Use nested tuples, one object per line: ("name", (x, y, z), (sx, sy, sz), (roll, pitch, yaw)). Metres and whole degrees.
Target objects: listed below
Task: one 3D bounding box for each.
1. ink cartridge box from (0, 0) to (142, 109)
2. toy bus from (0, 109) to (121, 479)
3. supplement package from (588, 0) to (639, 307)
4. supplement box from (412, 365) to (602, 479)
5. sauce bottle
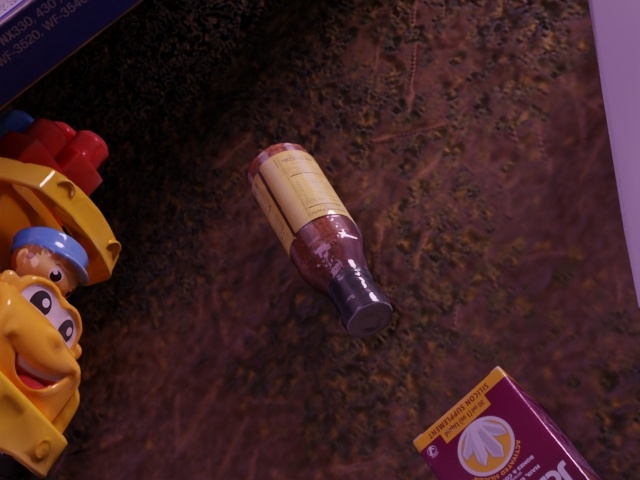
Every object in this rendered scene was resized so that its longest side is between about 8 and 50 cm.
("ink cartridge box", (-0.128, -0.183, 0.795), (0.303, 0.072, 0.307), (-38, 29, -3))
("toy bus", (-0.198, 0.009, 0.790), (0.220, 0.149, 0.211), (23, 63, 41))
("supplement package", (0.223, -0.037, 0.409), (0.198, 0.263, 0.199), (-18, 55, 27))
("supplement box", (0.088, 0.106, 0.576), (0.055, 0.043, 0.083), (-43, 48, 6))
("sauce bottle", (0.000, 0.000, 0.704), (0.042, 0.042, 0.128), (-39, 49, 12))
